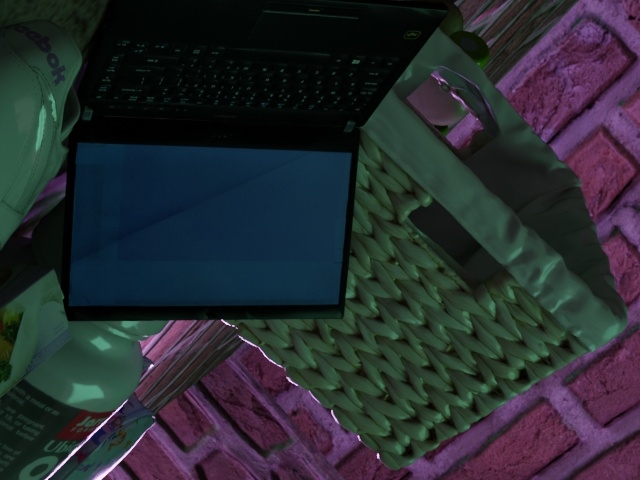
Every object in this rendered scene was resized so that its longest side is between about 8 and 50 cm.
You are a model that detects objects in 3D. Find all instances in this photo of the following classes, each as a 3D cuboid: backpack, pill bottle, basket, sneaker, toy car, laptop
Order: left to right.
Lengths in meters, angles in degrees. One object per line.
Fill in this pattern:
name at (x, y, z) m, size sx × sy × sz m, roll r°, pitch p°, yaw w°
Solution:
sneaker at (-0.208, -0.021, 0.855) m, size 0.152 × 0.114 × 0.305 m, roll -39°, pitch 175°, yaw -31°
pill bottle at (-0.260, 0.109, 1.198) m, size 0.318 × 0.176 × 0.176 m, roll -45°, pitch 174°, yaw 17°
backpack at (-0.301, 0.189, 1.609) m, size 0.225 × 0.191 × 0.253 m, roll -45°, pitch 179°, yaw 21°
laptop at (-0.054, -0.054, 1.035) m, size 0.234 × 0.136 × 0.264 m, roll 0°, pitch 155°, yaw -22°
basket at (0.068, -0.019, 1.345) m, size 0.266 × 0.328 × 0.331 m, roll -41°, pitch -162°, yaw 18°
toy car at (0.142, -0.232, 1.702) m, size 0.188 × 0.149 × 0.155 m, roll -53°, pitch 173°, yaw -42°

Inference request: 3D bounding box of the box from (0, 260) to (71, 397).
box at (-0.286, 0.113, 0.945) m, size 0.067 × 0.063 × 0.324 m, roll 4°, pitch -152°, yaw 30°
